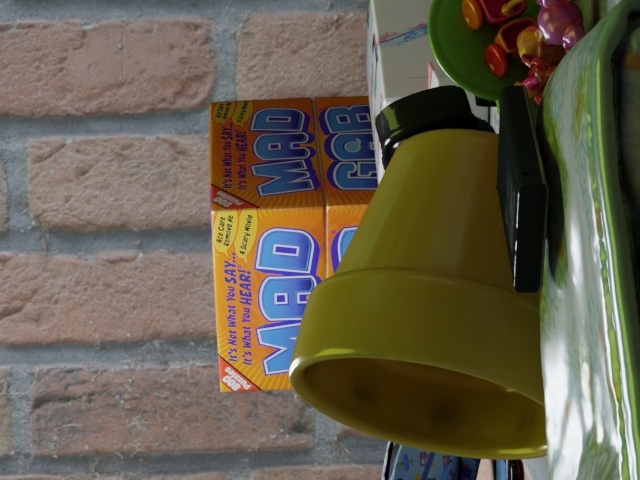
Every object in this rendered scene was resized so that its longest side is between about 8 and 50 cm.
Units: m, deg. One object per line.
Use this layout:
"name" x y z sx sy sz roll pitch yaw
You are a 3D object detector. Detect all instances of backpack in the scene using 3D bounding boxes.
"backpack" 0.135 0.269 2.135 0.158 0.117 0.173 92 -166 -54

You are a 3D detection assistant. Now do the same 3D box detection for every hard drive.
"hard drive" 0.146 -0.039 1.283 0.135 0.022 0.094 -92 0 -54

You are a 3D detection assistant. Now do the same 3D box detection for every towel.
"towel" 0.201 0.041 1.173 0.320 0.090 0.374 152 116 -87

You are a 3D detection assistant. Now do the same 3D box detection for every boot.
"boot" 0.155 0.004 1.854 0.348 0.131 0.260 32 -143 -73

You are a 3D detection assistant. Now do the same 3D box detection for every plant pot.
"plant pot" 0.120 0.041 1.555 0.254 0.254 0.239 94 -170 -68

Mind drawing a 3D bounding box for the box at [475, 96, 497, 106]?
"box" 0.182 -0.281 1.791 0.183 0.056 0.231 91 176 -59

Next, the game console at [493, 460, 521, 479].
"game console" 0.179 0.294 2.009 0.144 0.085 0.124 -105 13 -78

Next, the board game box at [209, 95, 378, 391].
"board game box" 0.000 0.000 2.928 0.356 0.356 0.356 -96 5 -57

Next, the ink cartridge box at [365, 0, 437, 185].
"ink cartridge box" 0.129 -0.219 2.436 0.201 0.117 0.278 90 176 -48

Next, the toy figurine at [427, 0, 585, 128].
"toy figurine" 0.181 -0.184 1.476 0.173 0.130 0.159 66 164 9

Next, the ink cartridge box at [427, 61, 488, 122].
"ink cartridge box" 0.168 -0.114 2.171 0.115 0.067 0.198 -98 8 -73
